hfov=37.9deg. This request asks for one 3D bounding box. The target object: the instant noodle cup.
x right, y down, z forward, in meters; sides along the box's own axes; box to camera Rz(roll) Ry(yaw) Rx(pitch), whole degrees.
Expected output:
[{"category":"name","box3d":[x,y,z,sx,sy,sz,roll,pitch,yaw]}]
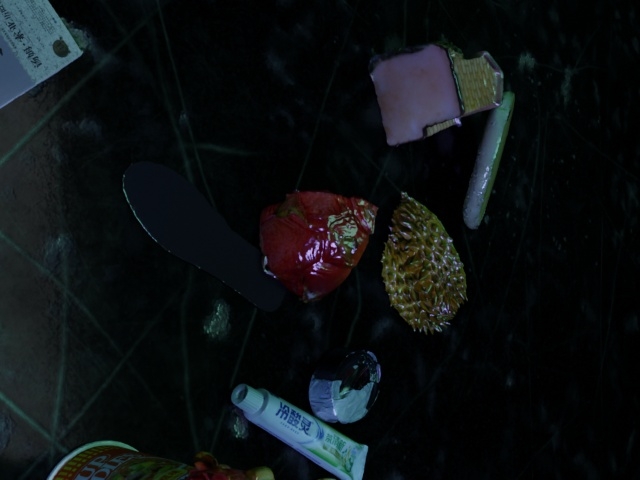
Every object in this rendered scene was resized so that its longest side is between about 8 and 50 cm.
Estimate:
[{"category":"instant noodle cup","box3d":[-0.196,0.331,1.078,0.193,0.212,0.193,10,76,-44]}]

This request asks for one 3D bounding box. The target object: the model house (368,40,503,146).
[{"category":"model house","box3d":[0.216,-0.269,1.633,0.172,0.183,0.166,-18,96,-44]}]

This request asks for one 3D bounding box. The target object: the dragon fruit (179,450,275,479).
[{"category":"dragon fruit","box3d":[-0.084,0.314,0.960,0.150,0.133,0.207,-33,126,-16]}]

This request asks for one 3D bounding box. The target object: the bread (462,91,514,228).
[{"category":"bread","box3d":[0.307,-0.148,1.712,0.267,0.041,0.266,16,90,-79]}]

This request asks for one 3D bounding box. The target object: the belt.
[{"category":"belt","box3d":[0.036,0.225,1.447,0.140,0.058,0.105,-39,116,-46]}]

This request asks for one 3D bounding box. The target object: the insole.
[{"category":"insole","box3d":[-0.158,-0.002,1.327,0.322,0.007,0.109,40,57,-33]}]

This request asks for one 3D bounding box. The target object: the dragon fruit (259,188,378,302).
[{"category":"dragon fruit","box3d":[-0.002,-0.001,1.381,0.121,0.161,0.127,29,44,-42]}]

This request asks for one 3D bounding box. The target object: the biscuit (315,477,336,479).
[{"category":"biscuit","box3d":[-0.025,0.454,1.359,0.153,0.030,0.234,47,52,-29]}]

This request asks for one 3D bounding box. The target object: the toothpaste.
[{"category":"toothpaste","box3d":[-0.023,0.288,1.387,0.297,0.048,0.074,40,53,-38]}]

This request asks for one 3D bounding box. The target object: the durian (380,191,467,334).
[{"category":"durian","box3d":[0.184,0.042,1.605,0.252,0.144,0.139,60,25,-12]}]

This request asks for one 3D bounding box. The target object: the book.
[{"category":"book","box3d":[-0.386,-0.241,1.136,0.181,0.014,0.127,-47,116,-40]}]
